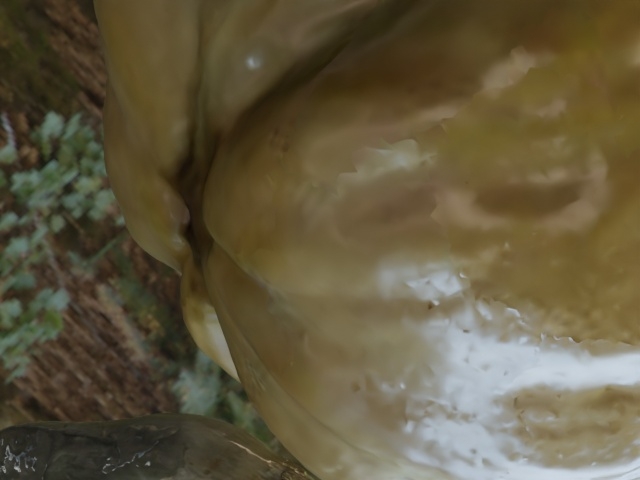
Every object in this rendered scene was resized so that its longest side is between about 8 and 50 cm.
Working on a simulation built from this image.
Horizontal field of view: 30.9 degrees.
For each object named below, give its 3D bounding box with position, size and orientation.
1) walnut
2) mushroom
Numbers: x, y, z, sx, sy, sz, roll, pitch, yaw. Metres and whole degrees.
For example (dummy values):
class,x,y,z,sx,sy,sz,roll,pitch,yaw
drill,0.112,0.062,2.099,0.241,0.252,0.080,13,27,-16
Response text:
class,x,y,z,sx,sy,sz,roll,pitch,yaw
walnut,0.094,-0.057,0.462,0.344,0.306,0.306,-15,-163,-31
mushroom,-0.176,0.271,1.258,0.397,0.126,0.177,-10,-122,16
